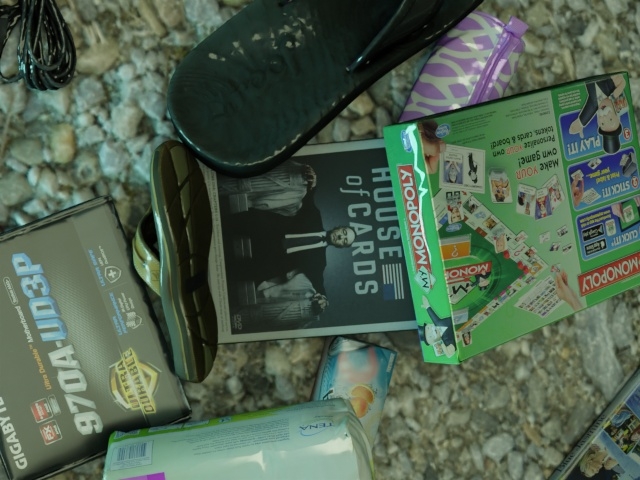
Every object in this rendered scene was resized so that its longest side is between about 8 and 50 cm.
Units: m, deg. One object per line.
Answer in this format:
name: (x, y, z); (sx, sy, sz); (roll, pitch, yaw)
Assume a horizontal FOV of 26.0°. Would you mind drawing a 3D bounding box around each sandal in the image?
sandal: (0.045, -0.236, 1.264); (0.167, 0.107, 0.446); (39, 74, 10)
sandal: (-0.136, 0.020, 1.253); (0.060, 0.090, 0.219); (-3, 100, 20)

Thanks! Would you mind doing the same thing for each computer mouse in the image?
computer mouse: (-0.357, -0.208, 1.207); (0.272, 0.072, 0.189); (-11, 94, -15)

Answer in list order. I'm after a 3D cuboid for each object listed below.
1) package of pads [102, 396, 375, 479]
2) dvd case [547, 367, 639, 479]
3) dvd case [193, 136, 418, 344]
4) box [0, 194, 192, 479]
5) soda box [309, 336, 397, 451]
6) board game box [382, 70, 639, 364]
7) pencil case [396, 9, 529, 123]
package of pads: (-0.051, 0.298, 1.229); (0.229, 0.101, 0.297); (-10, 106, 1)
dvd case: (0.325, 0.268, 1.419); (0.180, 0.022, 0.253); (44, 80, -12)
dvd case: (0.000, 0.000, 1.279); (0.238, 0.029, 0.179); (-5, 91, 10)
box: (-0.235, 0.090, 1.252); (0.175, 0.051, 0.220); (-21, 96, -14)
soda box: (0.016, 0.184, 1.314); (0.058, 0.063, 0.183); (15, 86, -14)
board game box: (0.198, -0.030, 1.294); (0.317, 0.046, 0.214); (-16, 100, -42)
pencil case: (0.124, -0.119, 1.329); (0.086, 0.088, 0.206); (25, 83, -21)
